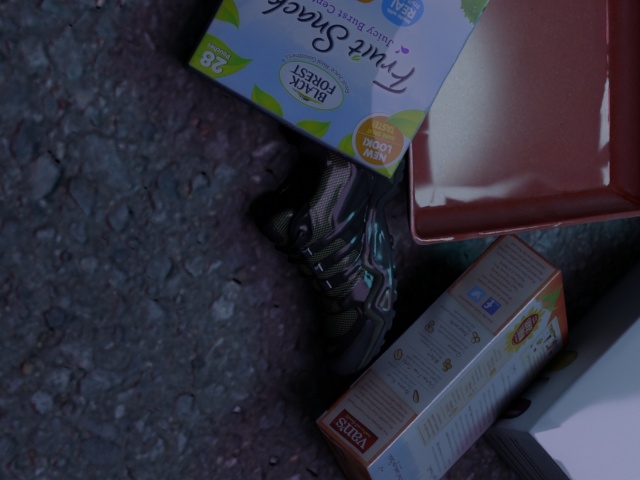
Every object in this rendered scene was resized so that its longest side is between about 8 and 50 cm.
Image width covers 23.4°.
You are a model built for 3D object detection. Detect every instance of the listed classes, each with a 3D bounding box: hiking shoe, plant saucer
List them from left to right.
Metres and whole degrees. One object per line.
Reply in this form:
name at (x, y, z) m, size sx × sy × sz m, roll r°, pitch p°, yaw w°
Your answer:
hiking shoe at (0.000, 0.000, 1.243) m, size 0.114 × 0.086 × 0.227 m, roll -1°, pitch 105°, yaw -16°
plant saucer at (0.166, -0.139, 1.286) m, size 0.258 × 0.047 × 0.259 m, roll -7°, pitch 101°, yaw -30°

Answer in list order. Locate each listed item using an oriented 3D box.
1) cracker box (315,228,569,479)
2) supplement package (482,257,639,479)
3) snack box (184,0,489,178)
cracker box at (0.109, 0.119, 1.315) m, size 0.232 × 0.067 × 0.156 m, roll -45°, pitch 154°, yaw -12°
supplement package at (0.313, 0.153, 1.401) m, size 0.262 × 0.145 × 0.204 m, roll -43°, pitch 97°, yaw -13°
snack box at (0.023, -0.176, 1.149) m, size 0.174 × 0.070 × 0.207 m, roll 28°, pitch 91°, yaw -9°
